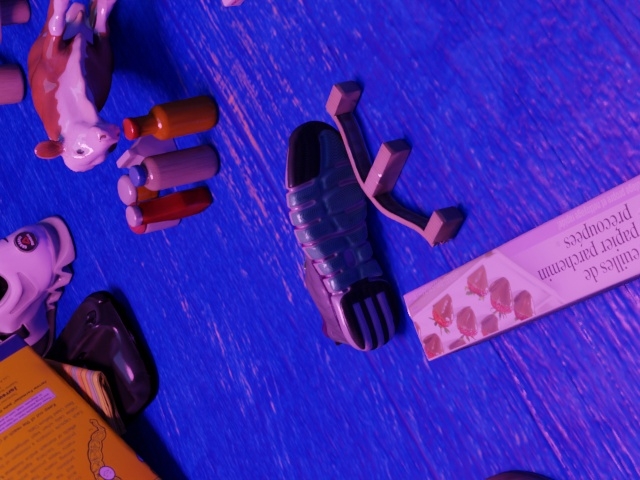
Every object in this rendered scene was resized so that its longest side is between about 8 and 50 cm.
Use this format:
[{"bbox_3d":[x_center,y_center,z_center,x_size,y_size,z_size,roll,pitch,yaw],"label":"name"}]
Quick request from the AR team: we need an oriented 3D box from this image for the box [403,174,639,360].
[{"bbox_3d":[0.181,0.021,0.967,0.324,0.067,0.063,-33,75,56],"label":"box"}]

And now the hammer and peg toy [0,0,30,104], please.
[{"bbox_3d":[-0.514,-0.377,1.767,0.266,0.127,0.361,36,131,43],"label":"hammer and peg toy"}]

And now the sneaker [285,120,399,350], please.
[{"bbox_3d":[0.000,0.000,1.212,0.098,0.083,0.223,-11,94,62],"label":"sneaker"}]

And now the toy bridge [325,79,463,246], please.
[{"bbox_3d":[0.059,-0.064,1.147,0.188,0.026,0.063,54,143,29],"label":"toy bridge"}]

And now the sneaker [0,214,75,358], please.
[{"bbox_3d":[-0.472,0.091,1.887,0.122,0.146,0.330,54,143,26],"label":"sneaker"}]

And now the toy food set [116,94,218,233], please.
[{"bbox_3d":[-0.199,-0.071,1.449,0.232,0.104,0.111,-33,75,55],"label":"toy food set"}]

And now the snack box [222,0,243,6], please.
[{"bbox_3d":[-0.107,-0.332,1.284,0.064,0.022,0.178,-32,76,55],"label":"snack box"}]

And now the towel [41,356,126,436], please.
[{"bbox_3d":[-0.360,0.211,1.780,0.237,0.021,0.102,7,117,46],"label":"towel"}]

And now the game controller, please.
[{"bbox_3d":[-0.319,0.195,1.791,0.166,0.067,0.319,53,144,6],"label":"game controller"}]

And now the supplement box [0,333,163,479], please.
[{"bbox_3d":[-0.372,0.338,1.703,0.356,0.195,0.194,41,143,20],"label":"supplement box"}]

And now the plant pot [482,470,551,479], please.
[{"bbox_3d":[0.161,0.327,1.081,0.237,0.110,0.237,29,127,48],"label":"plant pot"}]

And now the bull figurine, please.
[{"bbox_3d":[-0.280,-0.208,1.451,0.310,0.101,0.188,-122,42,-60],"label":"bull figurine"}]
